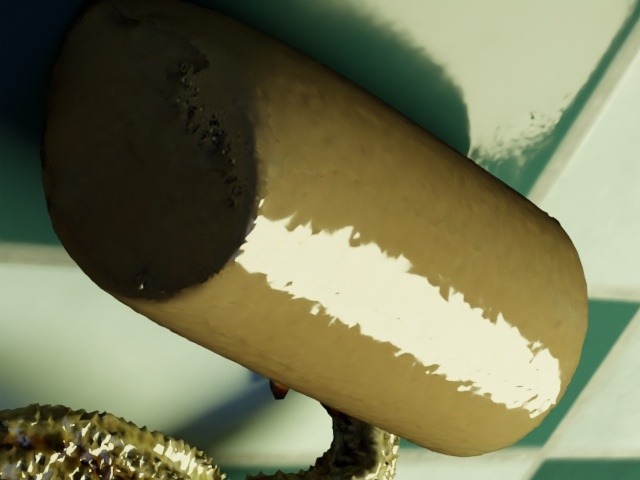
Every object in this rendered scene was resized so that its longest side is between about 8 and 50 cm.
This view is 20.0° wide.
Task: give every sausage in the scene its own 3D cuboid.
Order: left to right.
[{"bbox_3d":[0.000,0.000,0.735,0.123,0.123,0.253,-44,139,16],"label":"sausage"}]

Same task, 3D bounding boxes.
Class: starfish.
[{"bbox_3d":[-0.092,0.180,0.885,0.303,0.113,0.312,-11,128,-27],"label":"starfish"}]
